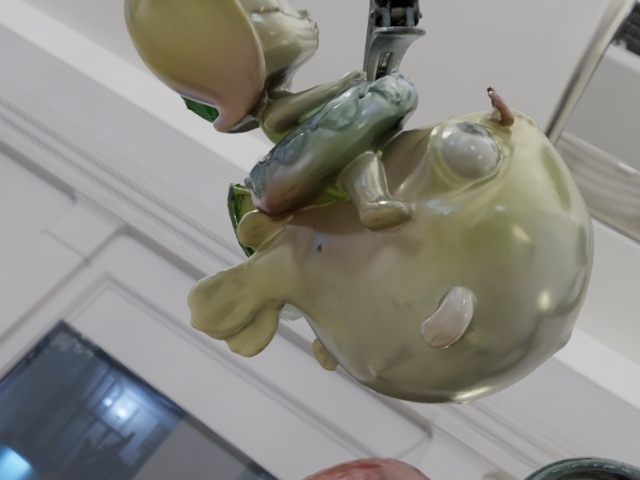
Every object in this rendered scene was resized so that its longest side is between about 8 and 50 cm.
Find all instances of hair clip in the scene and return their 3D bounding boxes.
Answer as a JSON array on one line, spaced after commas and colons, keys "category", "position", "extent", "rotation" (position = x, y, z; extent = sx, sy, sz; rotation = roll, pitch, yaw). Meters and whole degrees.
[{"category": "hair clip", "position": [0.054, -0.136, 0.653], "extent": [0.039, 0.070, 0.229], "rotation": [-3, -21, -2]}]

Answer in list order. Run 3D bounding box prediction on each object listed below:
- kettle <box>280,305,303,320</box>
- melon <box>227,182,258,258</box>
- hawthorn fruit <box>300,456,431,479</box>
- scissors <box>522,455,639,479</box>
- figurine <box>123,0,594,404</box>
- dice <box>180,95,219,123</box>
[{"category": "kettle", "position": [-0.091, 0.095, 1.349], "extent": [0.098, 0.127, 0.148], "rotation": [69, 16, 15]}, {"category": "melon", "position": [0.000, 0.000, 1.163], "extent": [0.265, 0.169, 0.129], "rotation": [13, -82, 20]}, {"category": "hawthorn fruit", "position": [0.031, 0.383, 0.835], "extent": [0.275, 0.300, 0.275], "rotation": [-22, 90, -87]}, {"category": "scissors", "position": [0.320, 0.169, 0.413], "extent": [0.384, 0.256, 0.029], "rotation": [28, -22, 30]}, {"category": "figurine", "position": [-0.012, -0.049, 0.528], "extent": [0.394, 0.274, 0.226], "rotation": [50, 13, -1]}, {"category": "dice", "position": [-0.129, -0.246, 1.072], "extent": [0.131, 0.128, 0.120], "rotation": [-25, -28, 27]}]
